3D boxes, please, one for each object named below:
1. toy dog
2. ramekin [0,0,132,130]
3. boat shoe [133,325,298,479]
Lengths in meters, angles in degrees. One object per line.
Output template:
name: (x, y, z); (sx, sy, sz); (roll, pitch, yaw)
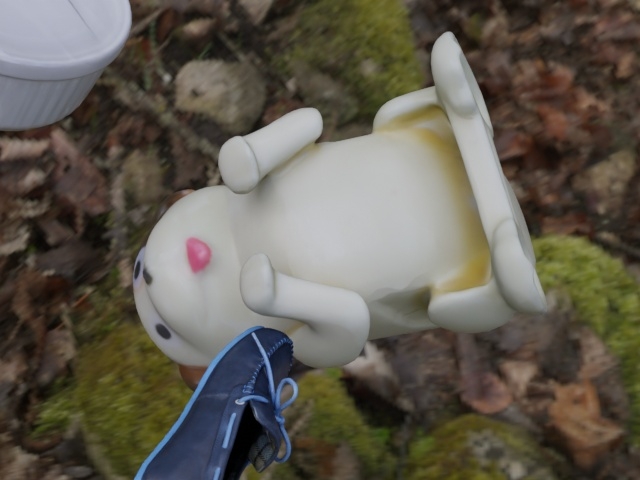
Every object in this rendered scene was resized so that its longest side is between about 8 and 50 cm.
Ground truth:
toy dog: (0.000, 0.000, 1.625); (0.407, 0.395, 0.285); (-18, 83, 8)
ramekin: (-0.356, -0.239, 1.758); (0.272, 0.127, 0.273); (16, 41, -15)
boat shoe: (-0.072, 0.178, 1.393); (0.089, 0.109, 0.258); (9, 43, 22)
